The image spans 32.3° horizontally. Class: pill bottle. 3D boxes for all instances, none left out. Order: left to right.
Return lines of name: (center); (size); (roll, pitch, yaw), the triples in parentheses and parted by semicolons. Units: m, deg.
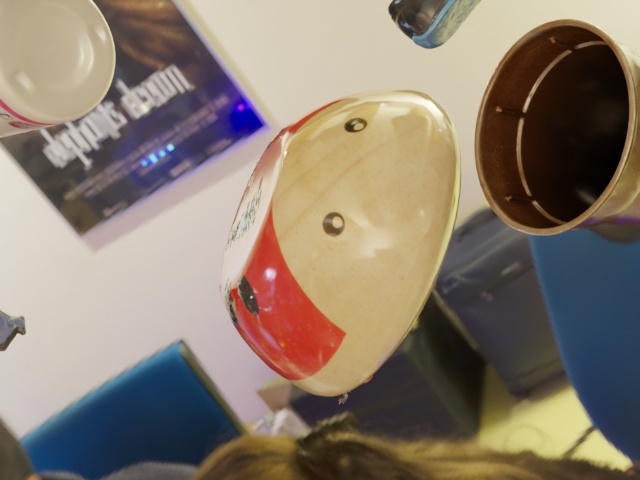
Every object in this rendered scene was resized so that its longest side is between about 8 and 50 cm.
pill bottle: (-0.377, -0.201, 1.282); (0.283, 0.160, 0.160); (-2, 39, 48)

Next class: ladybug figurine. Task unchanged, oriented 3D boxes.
ladybug figurine: (0.000, 0.000, 1.130); (0.449, 0.162, 0.305); (131, 152, -65)

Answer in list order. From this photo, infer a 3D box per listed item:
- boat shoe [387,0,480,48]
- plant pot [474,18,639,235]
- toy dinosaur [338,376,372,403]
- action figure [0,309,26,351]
boat shoe: (0.180, -0.356, 1.338); (0.258, 0.089, 0.109); (-47, -22, -6)
plant pot: (0.240, -0.078, 0.889); (0.167, 0.165, 0.167); (-14, 73, 54)
toy dinosaur: (0.013, 0.194, 1.581); (0.090, 0.047, 0.082); (-22, 55, -25)
action figure: (-0.696, 0.195, 1.901); (0.178, 0.341, 0.330); (135, 149, -69)
